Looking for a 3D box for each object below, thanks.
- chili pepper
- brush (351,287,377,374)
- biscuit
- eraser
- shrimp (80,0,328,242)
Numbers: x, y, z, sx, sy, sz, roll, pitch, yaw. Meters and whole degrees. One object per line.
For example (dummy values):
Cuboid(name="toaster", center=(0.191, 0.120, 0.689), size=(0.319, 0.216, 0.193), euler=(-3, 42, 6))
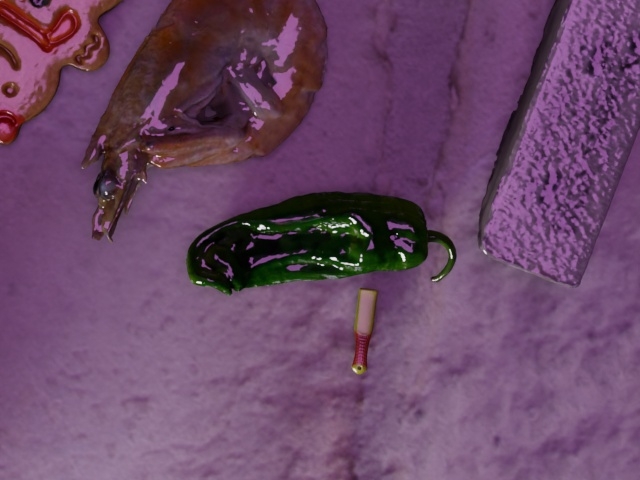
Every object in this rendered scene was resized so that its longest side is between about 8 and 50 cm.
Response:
Cuboid(name="chili pepper", center=(0.000, 0.004, 1.646), size=(0.256, 0.074, 0.100), euler=(-7, 88, 0))
Cuboid(name="brush", center=(0.041, 0.088, 1.671), size=(0.018, 0.021, 0.083), euler=(7, 84, -6))
Cuboid(name="biscuit", center=(-0.285, -0.201, 1.637), size=(0.166, 0.036, 0.225), euler=(40, 87, -5))
Cuboid(name="eraser", center=(0.253, -0.134, 1.663), size=(0.111, 0.077, 0.353), euler=(21, 88, -4))
Cuboid(name="shrimp", center=(-0.110, -0.122, 1.634), size=(0.168, 0.077, 0.317), euler=(32, 84, -7))
